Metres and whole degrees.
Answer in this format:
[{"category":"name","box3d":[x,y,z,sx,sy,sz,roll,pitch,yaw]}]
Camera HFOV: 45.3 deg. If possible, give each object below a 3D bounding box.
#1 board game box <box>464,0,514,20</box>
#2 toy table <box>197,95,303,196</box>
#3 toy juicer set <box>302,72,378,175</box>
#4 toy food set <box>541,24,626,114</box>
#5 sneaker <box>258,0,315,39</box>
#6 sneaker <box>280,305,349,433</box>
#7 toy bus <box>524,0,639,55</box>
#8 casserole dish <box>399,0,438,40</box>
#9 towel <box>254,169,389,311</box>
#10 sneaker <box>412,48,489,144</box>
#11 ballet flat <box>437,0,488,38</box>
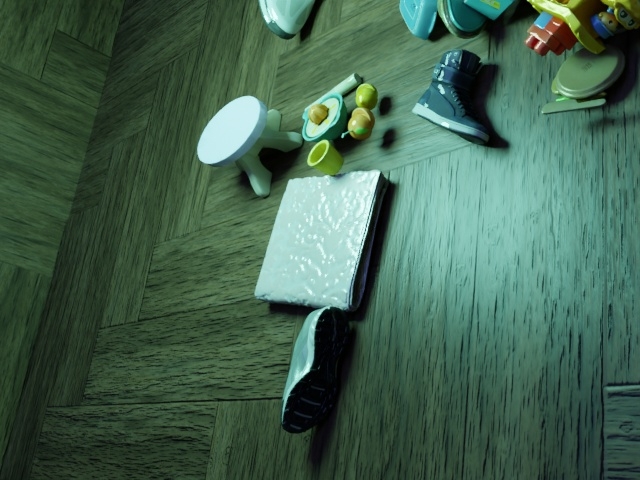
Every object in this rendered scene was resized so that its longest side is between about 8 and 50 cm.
[{"category":"board game box","box3d":[0.398,-0.579,1.405,0.253,0.079,0.336,-61,4,-4]},{"category":"toy table","box3d":[-0.184,-0.256,2.017,0.274,0.161,0.252,-1,70,51]},{"category":"toy juicer set","box3d":[0.035,-0.314,1.813,0.209,0.089,0.329,-43,33,22]},{"category":"toy food set","box3d":[0.474,-0.294,1.356,0.132,0.038,0.192,1,59,44]},{"category":"sneaker","box3d":[-0.018,-0.778,2.093,0.257,0.169,0.447,-11,60,49]},{"category":"sneaker","box3d":[-0.018,0.270,1.602,0.108,0.100,0.271,-8,61,64]},{"category":"toy bus","box3d":[0.462,-0.398,1.324,0.211,0.149,0.220,-53,39,13]},{"category":"casserole dish","box3d":[0.219,-0.533,1.738,0.188,0.037,0.114,-104,21,-46]},{"category":"towel","box3d":[0.000,0.000,1.748,0.332,0.053,0.317,0,70,50]},{"category":"sneaker","box3d":[0.287,-0.293,1.534,0.163,0.086,0.226,-61,36,11]},{"category":"ballet flat","box3d":[0.303,-0.559,1.654,0.123,0.123,0.348,-15,60,45]}]
